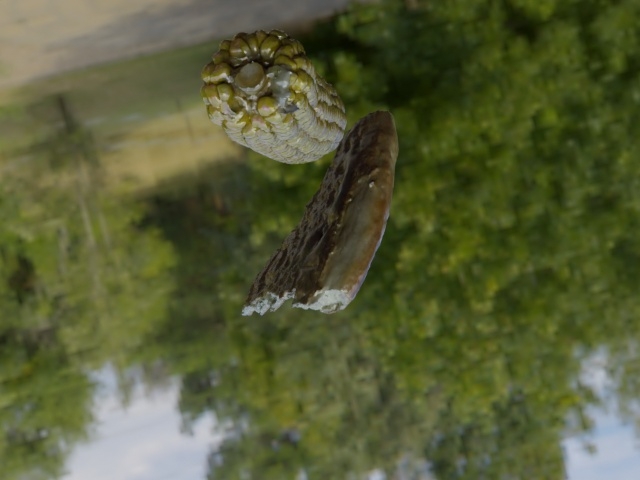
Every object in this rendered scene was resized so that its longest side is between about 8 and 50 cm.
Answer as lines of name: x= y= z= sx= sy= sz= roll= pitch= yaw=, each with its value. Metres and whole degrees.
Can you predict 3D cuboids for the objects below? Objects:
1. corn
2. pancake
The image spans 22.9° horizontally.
corn: x=-0.032 y=-0.119 z=1.370 sx=0.101 sy=0.101 sz=0.292 roll=-14 pitch=176 yaw=10
pancake: x=0.000 y=0.000 z=1.718 sx=0.244 sy=0.057 sz=0.266 roll=-44 pitch=-159 yaw=37
